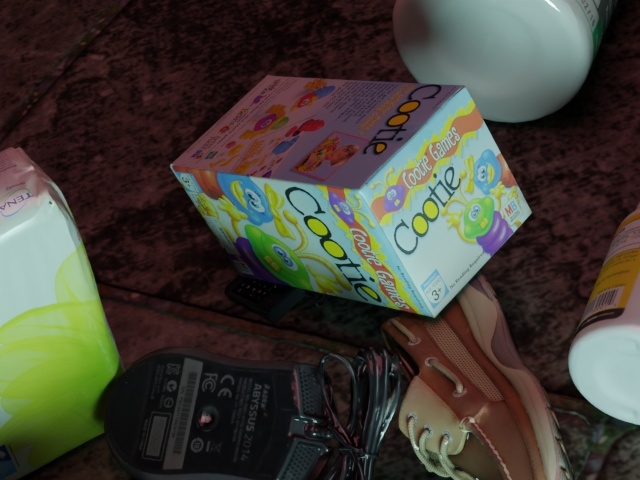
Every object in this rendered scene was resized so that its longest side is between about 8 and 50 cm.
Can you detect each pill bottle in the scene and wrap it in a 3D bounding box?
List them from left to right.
[{"bbox_3d":[0.222,-0.308,1.824,0.204,0.204,0.361,6,46,24],"label":"pill bottle"},{"bbox_3d":[0.291,0.043,1.476,0.119,0.119,0.208,7,46,25],"label":"pill bottle"}]

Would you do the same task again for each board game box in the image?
[{"bbox_3d":[0.023,-0.046,1.558,0.144,0.142,0.275,-45,30,-24],"label":"board game box"}]

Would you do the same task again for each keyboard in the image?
[{"bbox_3d":[0.000,0.000,1.683,0.100,0.038,0.192,25,56,37],"label":"keyboard"}]

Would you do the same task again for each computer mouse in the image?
[{"bbox_3d":[-0.057,0.166,1.476,0.272,0.072,0.188,9,78,30],"label":"computer mouse"}]

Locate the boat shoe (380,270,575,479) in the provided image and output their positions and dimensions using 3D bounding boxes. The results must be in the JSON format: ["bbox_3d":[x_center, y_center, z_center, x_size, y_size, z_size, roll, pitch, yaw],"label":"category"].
[{"bbox_3d":[0.126,0.150,1.423,0.116,0.123,0.324,-21,32,0],"label":"boat shoe"}]

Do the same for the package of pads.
[{"bbox_3d":[-0.291,0.085,1.484,0.229,0.296,0.101,-28,48,-14],"label":"package of pads"}]
